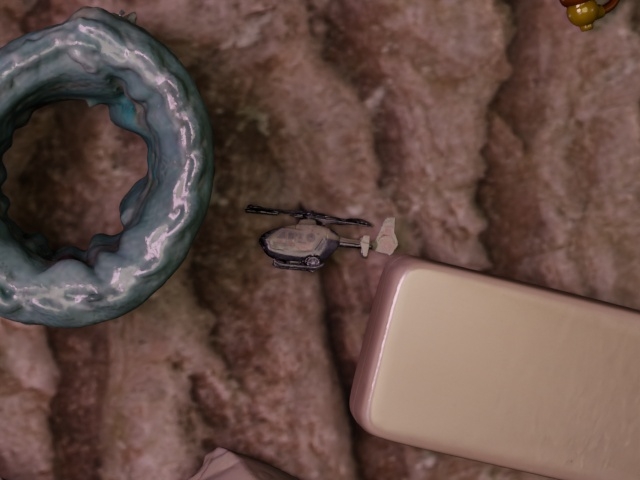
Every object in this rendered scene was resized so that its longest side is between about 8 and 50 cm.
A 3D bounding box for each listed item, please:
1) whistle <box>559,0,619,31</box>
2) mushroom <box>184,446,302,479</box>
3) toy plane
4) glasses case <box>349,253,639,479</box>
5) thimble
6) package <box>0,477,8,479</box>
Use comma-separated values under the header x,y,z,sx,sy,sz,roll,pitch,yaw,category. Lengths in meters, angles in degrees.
x,y,z,sx,sy,sz,roll,pitch,yaw,category
0.201,-0.221,1.071,0.046,0.057,0.109,-10,108,38,whistle
-0.123,0.308,1.008,0.407,0.137,0.154,-40,110,-10,mushroom
0.000,0.000,1.055,0.120,0.031,0.049,6,84,-5,toy plane
0.199,0.114,1.063,0.336,0.076,0.144,15,92,-8,glasses case
-0.175,-0.055,0.973,0.198,0.143,0.235,17,89,-8,thimble
-0.308,0.215,1.004,0.239,0.030,0.154,25,115,-8,package
